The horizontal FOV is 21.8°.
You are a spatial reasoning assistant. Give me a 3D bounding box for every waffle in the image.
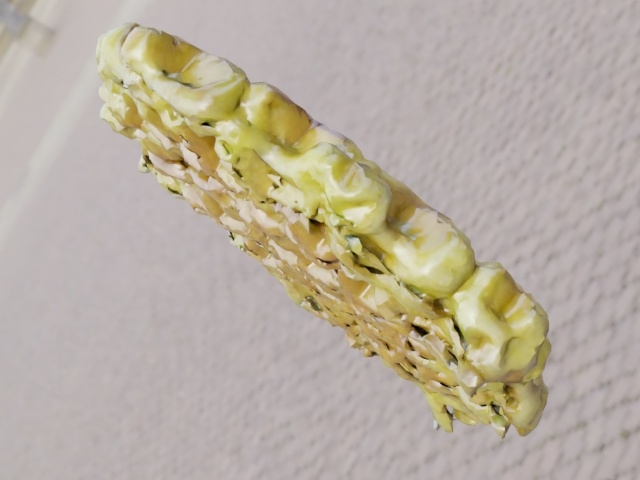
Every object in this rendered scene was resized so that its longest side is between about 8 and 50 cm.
[{"bbox_3d":[0.001,-0.001,0.723,0.052,0.245,0.254,-50,-8,-8],"label":"waffle"}]
